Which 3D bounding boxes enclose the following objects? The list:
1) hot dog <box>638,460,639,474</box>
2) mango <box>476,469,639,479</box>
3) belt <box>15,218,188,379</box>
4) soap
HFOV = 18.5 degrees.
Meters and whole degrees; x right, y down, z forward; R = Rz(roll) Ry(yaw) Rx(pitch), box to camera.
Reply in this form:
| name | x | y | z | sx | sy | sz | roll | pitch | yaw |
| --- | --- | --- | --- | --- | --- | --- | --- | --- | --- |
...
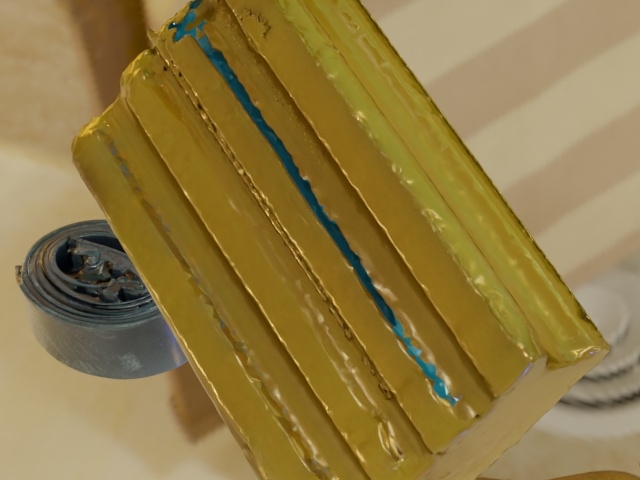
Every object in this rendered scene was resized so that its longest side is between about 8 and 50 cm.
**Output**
| name | x | y | z | sx | sy | sz | roll | pitch | yaw |
| --- | --- | --- | --- | --- | --- | --- | --- | --- | --- |
| hot dog | 0.392 | 0.219 | 1.880 | 0.066 | 0.047 | 0.216 | 39 | 148 | -25 |
| mango | 0.111 | 0.246 | 1.489 | 0.295 | 0.120 | 0.177 | -3 | 142 | 1 |
| belt | -0.191 | 0.048 | 1.784 | 0.190 | 0.141 | 0.082 | 24 | 138 | 36 |
| soap | 0.000 | -0.001 | 1.151 | 0.204 | 0.096 | 0.324 | -47 | 64 | 31 |
